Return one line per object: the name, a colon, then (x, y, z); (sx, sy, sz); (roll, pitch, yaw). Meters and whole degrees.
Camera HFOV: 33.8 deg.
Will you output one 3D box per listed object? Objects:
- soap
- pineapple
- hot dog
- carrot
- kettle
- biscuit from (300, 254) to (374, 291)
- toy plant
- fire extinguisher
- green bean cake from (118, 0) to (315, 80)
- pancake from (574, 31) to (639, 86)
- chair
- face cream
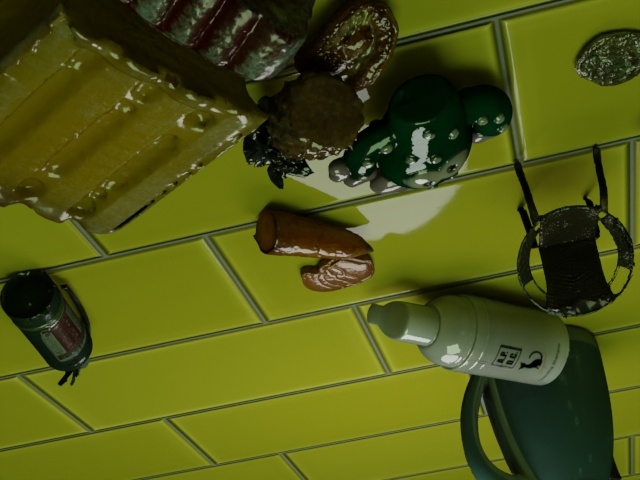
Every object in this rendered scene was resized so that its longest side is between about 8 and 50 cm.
soap: (-0.273, -0.162, 1.251); (0.293, 0.156, 0.335); (19, 141, -40)
pineapple: (-0.035, -0.134, 1.331); (0.111, 0.119, 0.237); (-5, 175, -23)
hot dog: (0.032, -0.232, 1.279); (0.099, 0.065, 0.147); (26, 139, -29)
carrot: (0.000, 0.000, 1.651); (0.205, 0.072, 0.072); (10, 145, -29)
kettle: (0.425, 0.372, 2.077); (0.319, 0.342, 0.247); (1, 149, -11)
biscuit: (0.031, 0.056, 1.793); (0.130, 0.019, 0.102); (-21, 147, 21)
toy plant: (0.138, -0.134, 1.402); (0.232, 0.112, 0.243); (-33, 158, 25)
fire extinguisher: (-0.448, 0.158, 1.802); (0.093, 0.118, 0.294); (23, 155, 20)
green bean cake: (-0.117, -0.280, 1.114); (0.232, 0.198, 0.097); (28, 128, -20)
pancake: (0.386, -0.238, 1.380); (0.108, 0.017, 0.108); (-4, 145, -3)
chair: (0.371, -0.005, 1.581); (0.174, 0.213, 0.149); (-10, 154, 4)
face cream: (0.263, 0.170, 1.901); (0.369, 0.145, 0.145); (11, 145, -29)
